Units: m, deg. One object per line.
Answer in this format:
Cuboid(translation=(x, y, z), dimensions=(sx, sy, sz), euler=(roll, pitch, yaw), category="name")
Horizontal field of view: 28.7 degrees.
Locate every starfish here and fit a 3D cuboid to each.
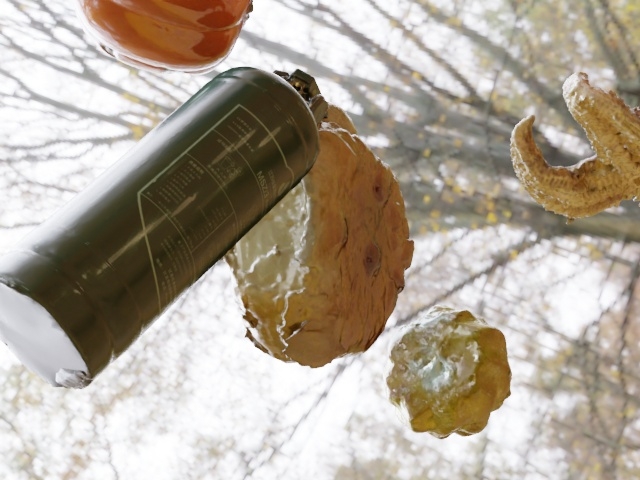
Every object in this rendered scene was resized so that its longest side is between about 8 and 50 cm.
Cuboid(translation=(0.241, -0.056, 0.829), dimensions=(0.238, 0.216, 0.071), euler=(36, -132, -67), category="starfish")

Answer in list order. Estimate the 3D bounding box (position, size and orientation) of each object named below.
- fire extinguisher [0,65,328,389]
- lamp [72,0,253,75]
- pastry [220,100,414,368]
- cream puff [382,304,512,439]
Cuboid(translation=(-0.086, -0.030, 0.836), dimensions=(0.311, 0.095, 0.114), euler=(-47, -24, -33), category="fire extinguisher")
Cuboid(translation=(-0.126, -0.229, 1.008), dimensions=(0.187, 0.164, 0.187), euler=(-160, 90, -84), category="lamp")
Cuboid(translation=(0.000, 0.000, 1.022), dimensions=(0.229, 0.100, 0.218), euler=(-68, -31, -30), category="pastry")
Cuboid(translation=(0.136, 0.142, 1.270), dimensions=(0.146, 0.146, 0.116), euler=(-60, -38, -9), category="cream puff")
